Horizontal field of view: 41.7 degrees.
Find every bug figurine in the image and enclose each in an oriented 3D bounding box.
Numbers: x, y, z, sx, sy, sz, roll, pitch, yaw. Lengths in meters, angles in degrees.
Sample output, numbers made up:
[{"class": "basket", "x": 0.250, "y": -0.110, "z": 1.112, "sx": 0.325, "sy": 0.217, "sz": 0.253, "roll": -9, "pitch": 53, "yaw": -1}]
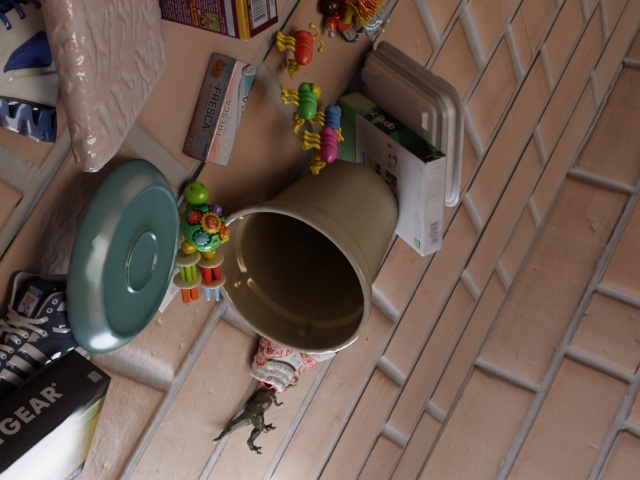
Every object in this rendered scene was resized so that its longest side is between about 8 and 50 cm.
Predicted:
[{"class": "bug figurine", "x": -0.008, "y": -0.260, "z": 1.601, "sx": 0.279, "sy": 0.072, "sz": 0.216, "roll": 65, "pitch": 21, "yaw": -47}]

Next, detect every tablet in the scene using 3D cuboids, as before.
[{"class": "tablet", "x": -0.278, "y": 0.088, "z": 1.539, "sx": 0.083, "sy": 0.006, "sz": 0.054, "roll": -56, "pitch": 149, "yaw": -20}]

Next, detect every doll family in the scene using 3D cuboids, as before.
[{"class": "doll family", "x": 0.101, "y": -0.510, "z": 1.644, "sx": 0.163, "sy": 0.118, "sz": 0.263, "roll": 29, "pitch": 84, "yaw": -60}]

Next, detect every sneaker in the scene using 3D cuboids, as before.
[{"class": "sneaker", "x": -0.447, "y": 0.147, "z": 1.205, "sx": 0.282, "sy": 0.099, "sz": 0.153, "roll": -37, "pitch": 142, "yaw": -51}, {"class": "sneaker", "x": -0.412, "y": -0.240, "z": 0.997, "sx": 0.315, "sy": 0.127, "sz": 0.182, "roll": 20, "pitch": 89, "yaw": -67}, {"class": "sneaker", "x": -0.064, "y": 0.278, "z": 1.939, "sx": 0.270, "sy": 0.090, "sz": 0.145, "roll": 25, "pitch": 88, "yaw": -57}]

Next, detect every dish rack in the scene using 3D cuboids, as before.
[{"class": "dish rack", "x": 0.179, "y": -0.243, "z": 1.787, "sx": 0.072, "sy": 0.333, "sz": 0.286, "roll": -20, "pitch": 131, "yaw": -19}]

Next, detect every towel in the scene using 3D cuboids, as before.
[{"class": "towel", "x": -0.279, "y": -0.308, "z": 1.089, "sx": 0.317, "sy": 0.053, "sz": 0.332, "roll": -80, "pitch": 171, "yaw": -53}]

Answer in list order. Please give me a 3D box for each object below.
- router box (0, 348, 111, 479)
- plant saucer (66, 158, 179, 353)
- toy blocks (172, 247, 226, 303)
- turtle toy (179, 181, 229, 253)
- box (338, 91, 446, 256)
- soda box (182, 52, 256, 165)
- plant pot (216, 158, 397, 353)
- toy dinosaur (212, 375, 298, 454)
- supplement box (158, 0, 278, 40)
[{"class": "router box", "x": -0.445, "y": 0.328, "z": 1.183, "sx": 0.309, "sy": 0.081, "sz": 0.243, "roll": -42, "pitch": 162, "yaw": -51}, {"class": "plant saucer", "x": -0.298, "y": 0.030, "z": 1.334, "sx": 0.317, "sy": 0.043, "sz": 0.318, "roll": 13, "pitch": 90, "yaw": -77}, {"class": "toy blocks", "x": -0.224, "y": 0.069, "z": 1.558, "sx": 0.123, "sy": 0.054, "sz": 0.148, "roll": -48, "pitch": 146, "yaw": -46}, {"class": "turtle toy", "x": -0.209, "y": -0.040, "z": 1.484, "sx": 0.095, "sy": 0.066, "sz": 0.130, "roll": -21, "pitch": 89, "yaw": -35}, {"class": "box", "x": 0.145, "y": -0.145, "z": 1.767, "sx": 0.058, "sy": 0.322, "sz": 0.232, "roll": -23, "pitch": 132, "yaw": -23}, {"class": "soda box", "x": -0.174, "y": -0.224, "z": 1.447, "sx": 0.063, "sy": 0.058, "sz": 0.183, "roll": 5, "pitch": 106, "yaw": -59}, {"class": "plant pot", "x": 0.000, "y": 0.000, "z": 1.671, "sx": 0.305, "sy": 0.333, "sz": 0.334, "roll": -52, "pitch": 149, "yaw": -47}, {"class": "toy dinosaur", "x": -0.147, "y": 0.414, "z": 1.922, "sx": 0.268, "sy": 0.064, "sz": 0.118, "roll": -39, "pitch": 125, "yaw": -40}, {"class": "supplement box", "x": -0.161, "y": -0.372, "z": 1.234, "sx": 0.081, "sy": 0.188, "sz": 0.104, "roll": -42, "pitch": 142, "yaw": -39}]
